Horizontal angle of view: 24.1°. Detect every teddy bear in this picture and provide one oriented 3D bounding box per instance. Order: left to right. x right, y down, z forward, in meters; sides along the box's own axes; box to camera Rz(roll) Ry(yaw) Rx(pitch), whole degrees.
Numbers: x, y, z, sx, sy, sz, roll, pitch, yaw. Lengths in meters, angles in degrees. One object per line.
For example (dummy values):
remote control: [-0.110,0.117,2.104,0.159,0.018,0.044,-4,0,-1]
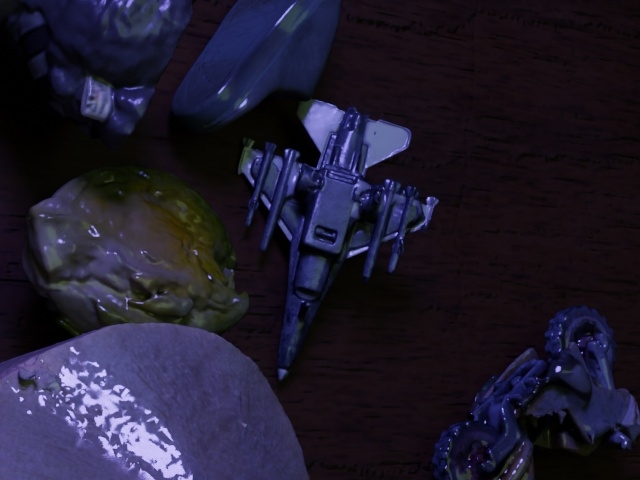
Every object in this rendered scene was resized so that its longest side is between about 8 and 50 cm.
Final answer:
teddy bear: [-0.206,-0.177,0.992,0.251,0.144,0.171,35,22,-9]

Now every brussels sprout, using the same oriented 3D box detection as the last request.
brussels sprout: [-0.127,0.016,1.017,0.181,0.100,0.139,6,64,-36]

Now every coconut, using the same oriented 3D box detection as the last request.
coconut: [-0.130,0.168,0.874,0.239,0.244,0.239,12,69,-36]

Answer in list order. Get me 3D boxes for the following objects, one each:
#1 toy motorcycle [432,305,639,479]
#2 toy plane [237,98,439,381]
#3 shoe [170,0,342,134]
toy motorcycle: [0.189,0.157,1.232,0.229,0.094,0.130,-41,106,-33]
toy plane: [0.005,-0.011,1.138,0.160,0.082,0.234,17,64,-5]
shoe: [-0.038,-0.137,1.147,0.195,0.079,0.078,-53,127,-33]
